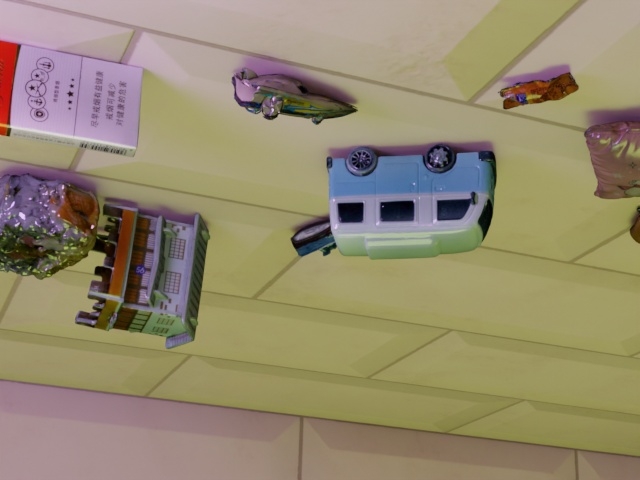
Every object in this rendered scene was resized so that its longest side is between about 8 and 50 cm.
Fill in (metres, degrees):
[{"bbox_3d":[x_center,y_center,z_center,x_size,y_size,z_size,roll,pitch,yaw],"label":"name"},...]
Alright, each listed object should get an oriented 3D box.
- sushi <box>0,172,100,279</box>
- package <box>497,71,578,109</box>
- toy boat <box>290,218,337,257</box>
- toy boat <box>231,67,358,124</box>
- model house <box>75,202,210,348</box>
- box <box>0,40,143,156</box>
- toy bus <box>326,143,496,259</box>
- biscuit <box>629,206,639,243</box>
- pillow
[{"bbox_3d":[-0.505,-0.021,2.064,0.184,0.139,0.274,17,147,-29],"label":"sushi"},{"bbox_3d":[0.310,-0.212,1.666,0.110,0.033,0.077,-11,146,17],"label":"package"},{"bbox_3d":[0.000,0.000,2.183,0.137,0.060,0.061,-22,127,39],"label":"toy boat"},{"bbox_3d":[-0.032,-0.202,1.687,0.210,0.066,0.084,6,-167,-34],"label":"toy boat"},{"bbox_3d":[-0.323,0.062,2.163,0.215,0.224,0.198,13,154,-17],"label":"model house"},{"bbox_3d":[-0.371,-0.199,1.614,0.245,0.139,0.035,7,154,-17],"label":"box"},{"bbox_3d":[0.150,-0.055,1.892,0.271,0.165,0.133,-2,158,10],"label":"toy bus"},{"bbox_3d":[0.660,-0.036,2.067,0.202,0.041,0.260,3,160,-3],"label":"biscuit"},{"bbox_3d":[0.527,-0.125,1.797,0.236,0.084,0.223,-4,160,20],"label":"pillow"}]
